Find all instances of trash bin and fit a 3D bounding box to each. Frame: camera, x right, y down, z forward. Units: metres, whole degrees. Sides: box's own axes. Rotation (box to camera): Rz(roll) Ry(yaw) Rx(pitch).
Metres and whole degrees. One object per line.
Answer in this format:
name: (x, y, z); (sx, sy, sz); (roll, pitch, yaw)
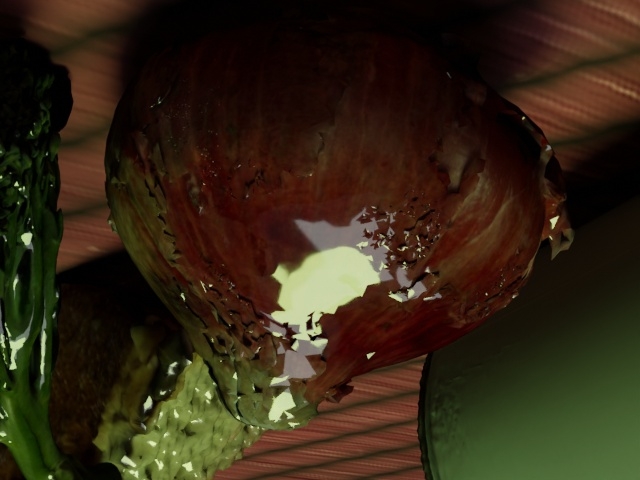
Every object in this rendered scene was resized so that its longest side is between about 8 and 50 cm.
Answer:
trash bin: (0.209, 0.064, 0.687); (0.277, 0.217, 0.262); (34, 142, -19)

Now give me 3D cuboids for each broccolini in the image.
broccolini: (-0.112, 0.025, 0.608); (0.062, 0.123, 0.271); (13, 146, 13)

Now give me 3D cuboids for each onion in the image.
onion: (0.000, 0.000, 0.579); (0.184, 0.147, 0.184); (7, 163, 2)

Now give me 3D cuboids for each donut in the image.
donut: (-0.112, 0.085, 0.801); (0.126, 0.144, 0.186); (13, 120, -49)
